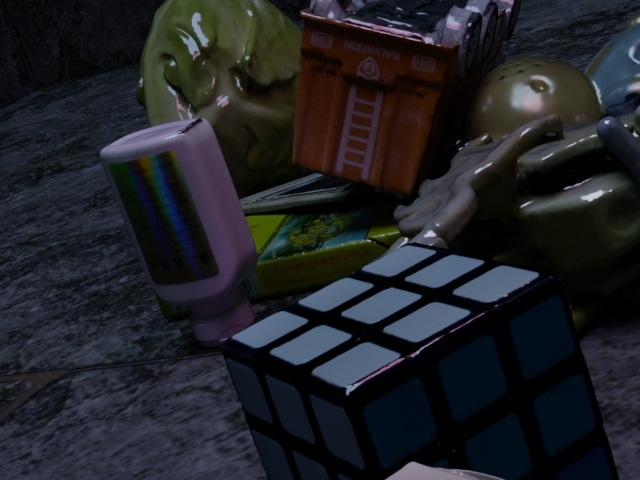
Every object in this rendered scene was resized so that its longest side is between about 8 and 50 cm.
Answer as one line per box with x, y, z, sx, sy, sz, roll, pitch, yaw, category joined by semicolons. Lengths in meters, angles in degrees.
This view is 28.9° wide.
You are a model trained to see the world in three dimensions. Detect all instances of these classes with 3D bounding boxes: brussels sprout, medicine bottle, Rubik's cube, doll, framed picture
-0.115;-0.197;1.696;0.247;0.328;0.328;-38;4;35;brussels sprout
-0.127;-0.005;1.213;0.115;0.219;0.078;-9;19;31;medicine bottle
0.060;0.110;0.760;0.162;0.160;0.163;-28;20;-26;Rubik's cube
0.268;-0.123;1.248;0.260;0.161;0.177;-19;10;5;doll
0.060;-0.086;1.507;0.293;0.018;0.231;-21;10;-38;framed picture

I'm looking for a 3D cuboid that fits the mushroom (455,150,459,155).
0.243;-0.108;1.421;0.187;0.060;0.061;-17;11;-8;mushroom

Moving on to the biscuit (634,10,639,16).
0.535;-0.283;1.573;0.325;0.107;0.326;-15;16;4;biscuit

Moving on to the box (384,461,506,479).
0.035;0.207;0.401;0.168;0.212;0.095;-29;19;-30;box

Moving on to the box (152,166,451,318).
0.000;0.000;1.360;0.335;0.047;0.187;-12;18;19;box

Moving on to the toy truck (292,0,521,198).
0.100;-0.184;1.367;0.173;0.207;0.387;15;21;15;toy truck

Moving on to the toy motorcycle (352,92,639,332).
0.175;-0.003;0.985;0.410;0.169;0.237;-33;13;-13;toy motorcycle
